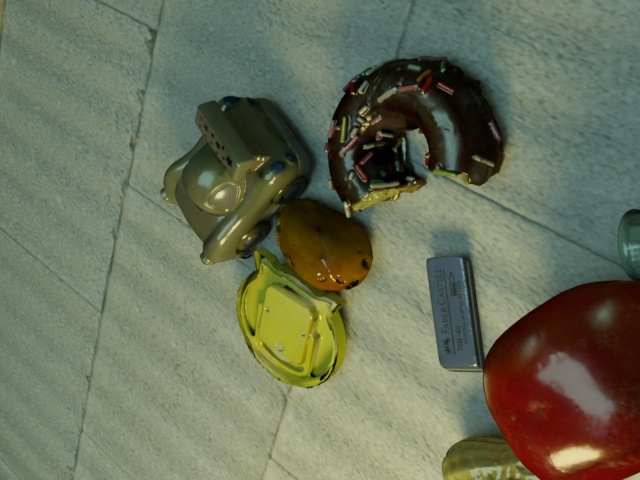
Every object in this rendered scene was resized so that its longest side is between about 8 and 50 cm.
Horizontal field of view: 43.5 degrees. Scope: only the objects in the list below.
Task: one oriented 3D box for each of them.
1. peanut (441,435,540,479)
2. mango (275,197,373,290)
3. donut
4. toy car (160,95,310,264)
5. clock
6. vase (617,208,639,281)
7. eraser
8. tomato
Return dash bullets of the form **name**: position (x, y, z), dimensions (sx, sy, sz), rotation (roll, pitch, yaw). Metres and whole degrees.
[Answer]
- **peanut**: position (0.354, 0.414, 1.391), dimensions (0.305, 0.147, 0.147), rotation (-9, 93, 36)
- **mango**: position (0.000, 0.000, 1.602), dimensions (0.249, 0.156, 0.151), rotation (45, 168, 41)
- **donut**: position (0.148, -0.198, 1.437), dimensions (0.345, 0.136, 0.259), rotation (-12, 94, 39)
- **toy car**: position (-0.207, -0.121, 1.682), dimensions (0.336, 0.226, 0.242), rotation (-47, 69, 34)
- **clock**: position (-0.058, 0.174, 1.715), dimensions (0.277, 0.071, 0.294), rotation (37, 129, 21)
- **vase**: position (0.579, -0.008, 1.117), dimensions (0.298, 0.143, 0.143), rotation (-8, 94, 43)
- **eraser**: position (0.249, 0.138, 1.479), dimensions (0.082, 0.036, 0.225), rotation (-4, 95, 38)
- **tomato**: position (0.412, 0.217, 1.194), dimensions (0.325, 0.289, 0.293), rotation (-37, 75, 44)
